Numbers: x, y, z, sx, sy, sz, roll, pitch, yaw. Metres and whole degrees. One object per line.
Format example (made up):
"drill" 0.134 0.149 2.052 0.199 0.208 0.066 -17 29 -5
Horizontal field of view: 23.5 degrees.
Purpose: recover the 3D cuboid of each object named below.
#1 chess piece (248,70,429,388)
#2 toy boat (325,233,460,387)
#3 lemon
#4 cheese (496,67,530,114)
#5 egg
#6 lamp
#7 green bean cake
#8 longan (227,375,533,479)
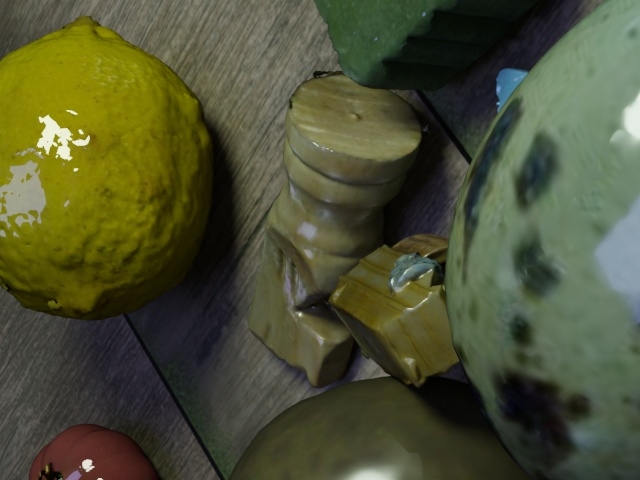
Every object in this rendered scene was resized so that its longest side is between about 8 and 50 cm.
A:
"chess piece" 0.000 0.000 1.441 0.137 0.137 0.300 47 137 33
"toy boat" 0.079 0.047 1.240 0.089 0.115 0.310 57 175 -4
"lemon" -0.237 -0.070 1.566 0.268 0.268 0.321 -18 59 45
"cheese" 0.176 -0.017 1.289 0.135 0.052 0.244 19 107 42
"egg" 0.266 -0.004 0.988 0.345 0.345 0.428 44 121 35
"lamp" -0.258 0.295 1.702 0.182 0.140 0.182 5 97 41
"green bean cake" 0.086 -0.266 1.314 0.222 0.125 0.227 -43 61 41
"longan" 0.062 0.254 1.249 0.319 0.319 0.318 5 96 46
